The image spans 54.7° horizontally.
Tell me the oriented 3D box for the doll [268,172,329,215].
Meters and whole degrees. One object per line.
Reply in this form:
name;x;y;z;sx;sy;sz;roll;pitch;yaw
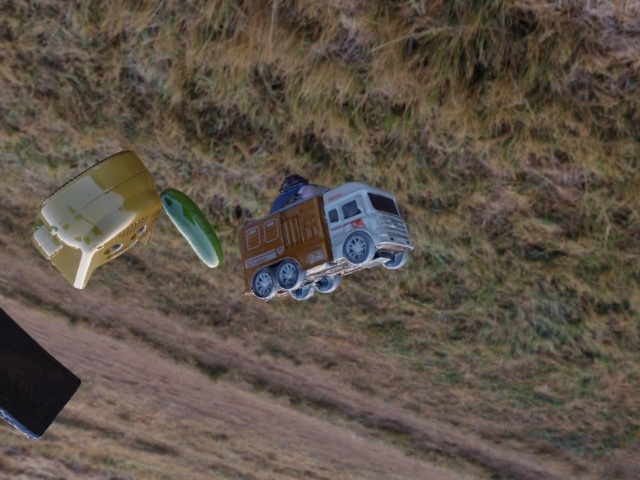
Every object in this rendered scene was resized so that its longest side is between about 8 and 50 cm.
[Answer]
doll;-0.033;-0.044;1.717;0.240;0.310;0.284;-20;101;9

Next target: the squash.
squash;-0.334;-0.029;1.664;0.082;0.082;0.292;-5;135;25

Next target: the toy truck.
toy truck;0.000;0.000;1.390;0.387;0.207;0.173;-22;163;31

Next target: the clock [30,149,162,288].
clock;-0.454;-0.057;1.289;0.200;0.244;0.317;51;146;-7

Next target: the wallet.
wallet;-0.481;0.178;0.928;0.025;0.124;0.244;-30;110;33
